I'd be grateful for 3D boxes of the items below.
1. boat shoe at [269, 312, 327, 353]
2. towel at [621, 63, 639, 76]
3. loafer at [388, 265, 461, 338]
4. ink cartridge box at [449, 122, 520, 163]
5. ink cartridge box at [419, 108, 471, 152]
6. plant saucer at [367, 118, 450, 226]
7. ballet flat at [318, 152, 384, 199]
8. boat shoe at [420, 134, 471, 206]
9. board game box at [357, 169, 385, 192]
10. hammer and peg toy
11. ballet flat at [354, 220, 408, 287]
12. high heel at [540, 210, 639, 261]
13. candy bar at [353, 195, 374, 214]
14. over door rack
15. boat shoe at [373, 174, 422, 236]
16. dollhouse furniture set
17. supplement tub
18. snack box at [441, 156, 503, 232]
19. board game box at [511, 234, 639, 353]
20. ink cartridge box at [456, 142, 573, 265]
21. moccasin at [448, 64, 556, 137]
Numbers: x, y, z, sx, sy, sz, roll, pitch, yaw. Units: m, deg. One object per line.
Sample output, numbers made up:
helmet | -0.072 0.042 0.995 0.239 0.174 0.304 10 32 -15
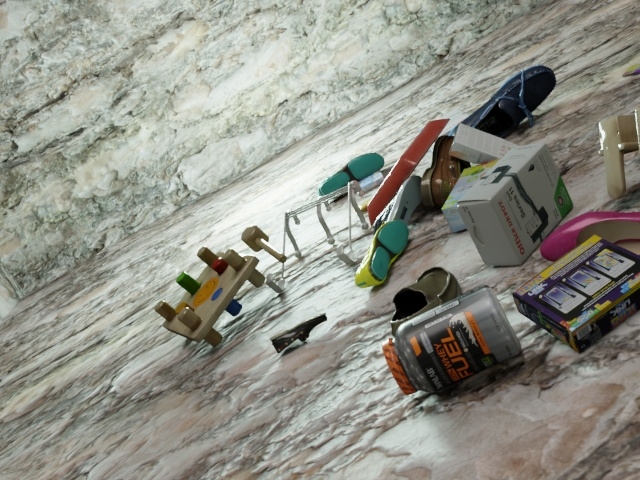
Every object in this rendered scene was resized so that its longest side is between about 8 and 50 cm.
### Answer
boat shoe | -0.041 0.193 1.531 0.133 0.042 0.049 -29 -8 2
towel | 0.851 -0.457 1.934 0.060 0.009 0.083 -39 20 -28
loafer | 0.186 0.110 1.305 0.094 0.087 0.251 -21 20 29
ink cartridge box | 0.419 -0.225 1.825 0.145 0.179 0.045 -59 -8 -58
ink cartridge box | 0.391 -0.318 2.173 0.139 0.082 0.191 -30 19 4
plant saucer | 0.224 -0.192 1.934 0.258 0.047 0.259 -51 -5 -43
ballet flat | 0.094 -0.210 2.373 0.247 0.083 0.087 -32 0 -11
boat shoe | 0.338 -0.178 1.859 0.104 0.111 0.307 -4 34 23
board game box | 0.156 -0.184 2.287 0.090 0.020 0.090 -29 18 6
hammer and peg toy | -0.251 0.093 1.859 0.361 0.127 0.266 -54 25 -17
ballet flat | 0.132 0.032 1.651 0.077 0.077 0.231 -38 11 38
high heel | 0.474 0.003 1.159 0.244 0.082 0.117 -11 17 20
candy bar | 0.167 -0.122 2.103 0.161 0.018 0.040 -31 21 -4
over door rack | 0.000 0.000 1.921 0.239 0.108 0.324 -24 32 26
boat shoe | 0.189 -0.081 1.798 0.083 0.065 0.183 -5 54 58
dollhouse furniture set | 0.726 -0.157 1.258 0.355 0.174 0.303 -4 -2 -15
supplement tub | 0.197 0.157 1.111 0.190 0.117 0.117 -28 17 10
snack box | 0.387 -0.115 1.636 0.174 0.070 0.207 -17 23 34
board game box | 0.398 0.075 1.085 0.170 0.048 0.141 -33 28 -9
ink cartridge box | 0.374 -0.068 1.391 0.208 0.153 0.086 -42 22 -29
moccasin | 0.517 -0.342 2.006 0.342 0.138 0.117 -42 20 9
